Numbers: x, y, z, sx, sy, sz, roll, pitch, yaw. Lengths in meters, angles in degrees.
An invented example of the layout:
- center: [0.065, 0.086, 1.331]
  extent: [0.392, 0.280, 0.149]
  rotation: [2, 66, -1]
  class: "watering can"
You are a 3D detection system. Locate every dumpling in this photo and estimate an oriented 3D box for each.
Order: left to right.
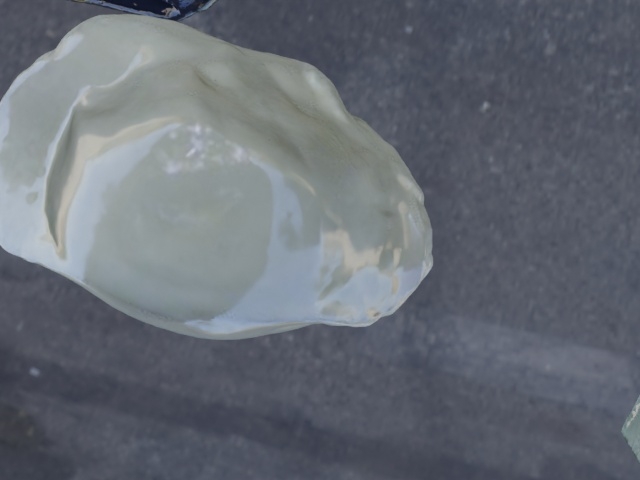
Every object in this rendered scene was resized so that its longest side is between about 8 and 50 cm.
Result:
- center: [-0.057, -0.030, 0.808]
  extent: [0.250, 0.162, 0.132]
  rotation: [13, -179, -2]
  class: "dumpling"

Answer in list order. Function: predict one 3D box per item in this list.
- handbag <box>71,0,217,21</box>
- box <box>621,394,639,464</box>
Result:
- center: [-0.182, -0.377, 1.697]
  extent: [0.329, 0.303, 0.122]
  rotation: [14, 133, 37]
  class: "handbag"
- center: [0.269, 0.029, 0.564]
  extent: [0.225, 0.117, 0.225]
  rotation: [12, 116, -18]
  class: "box"
